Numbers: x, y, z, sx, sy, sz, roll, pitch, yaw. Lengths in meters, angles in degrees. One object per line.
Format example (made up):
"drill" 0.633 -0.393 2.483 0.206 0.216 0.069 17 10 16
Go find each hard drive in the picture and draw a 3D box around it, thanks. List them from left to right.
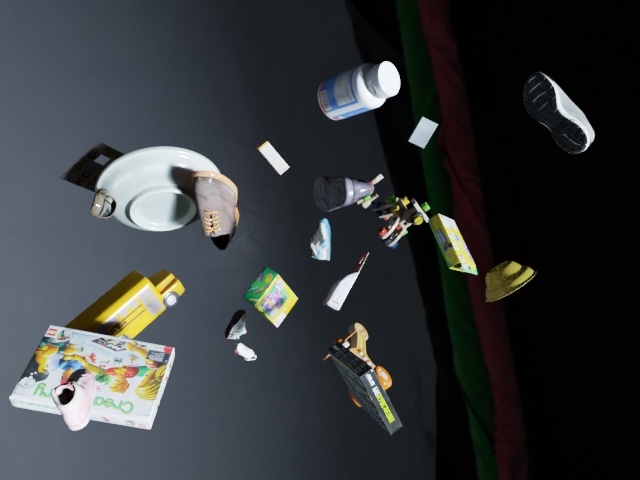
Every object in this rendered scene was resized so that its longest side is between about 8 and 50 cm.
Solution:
"hard drive" 0.504 -0.534 2.496 0.135 0.094 0.022 -61 -159 23

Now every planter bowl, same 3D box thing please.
"planter bowl" 0.700 0.139 1.928 0.090 0.217 0.217 56 -15 4

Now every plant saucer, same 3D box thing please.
"plant saucer" -0.510 -0.131 1.636 0.400 0.400 0.101 98 -22 -56

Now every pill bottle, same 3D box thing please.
"pill bottle" 0.108 -0.420 1.414 0.221 0.124 0.124 -4 -81 46

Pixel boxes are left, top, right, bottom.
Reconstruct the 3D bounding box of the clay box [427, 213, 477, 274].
"clay box" 0.459 0.023 1.751 0.053 0.127 0.222 -33 -118 31

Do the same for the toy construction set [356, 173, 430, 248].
"toy construction set" 0.326 -0.148 2.163 0.309 0.237 0.257 52 23 -9

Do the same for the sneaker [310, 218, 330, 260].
"sneaker" 0.000 0.000 2.281 0.087 0.092 0.229 -80 172 -50

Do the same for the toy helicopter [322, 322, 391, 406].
"toy helicopter" 0.125 0.414 1.861 0.235 0.140 0.355 39 22 -14

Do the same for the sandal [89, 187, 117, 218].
"sandal" -0.612 -0.102 1.439 0.219 0.060 0.090 -172 -85 -70

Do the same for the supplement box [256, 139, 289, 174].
"supplement box" -0.139 -0.242 1.472 0.098 0.036 0.062 49 -1 -18

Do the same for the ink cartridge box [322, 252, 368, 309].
"ink cartridge box" 0.068 0.110 1.423 0.179 0.045 0.145 -64 180 -9

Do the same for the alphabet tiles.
"alphabet tiles" -0.733 -0.232 1.752 0.237 0.198 0.009 28 30 -57

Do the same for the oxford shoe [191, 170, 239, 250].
"oxford shoe" -0.324 -0.089 1.584 0.364 0.129 0.133 82 10 -63

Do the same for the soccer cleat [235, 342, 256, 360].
"soccer cleat" -0.182 0.272 1.235 0.083 0.035 0.029 71 24 -53

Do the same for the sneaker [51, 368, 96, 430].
"sneaker" -0.432 0.259 0.887 0.134 0.051 0.070 -122 -162 -54

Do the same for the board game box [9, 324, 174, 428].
"board game box" -0.520 0.316 1.183 0.053 0.305 0.193 106 -7 -45

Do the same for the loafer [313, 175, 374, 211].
"loafer" 0.062 -0.143 1.515 0.302 0.095 0.109 -166 -110 -71

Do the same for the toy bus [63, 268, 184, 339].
"toy bus" -0.555 0.201 1.430 0.108 0.332 0.130 20 -35 43

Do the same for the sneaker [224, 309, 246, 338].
"sneaker" -0.344 0.361 2.161 0.161 0.075 0.057 -57 -142 20

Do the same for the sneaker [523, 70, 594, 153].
"sneaker" 0.695 -0.375 1.478 0.272 0.108 0.100 59 -38 9

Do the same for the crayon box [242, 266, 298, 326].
"crayon box" -0.214 0.252 2.215 0.081 0.165 0.278 28 -17 29

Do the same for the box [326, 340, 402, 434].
"box" 0.105 0.356 1.239 0.184 0.045 0.190 65 -17 -17
